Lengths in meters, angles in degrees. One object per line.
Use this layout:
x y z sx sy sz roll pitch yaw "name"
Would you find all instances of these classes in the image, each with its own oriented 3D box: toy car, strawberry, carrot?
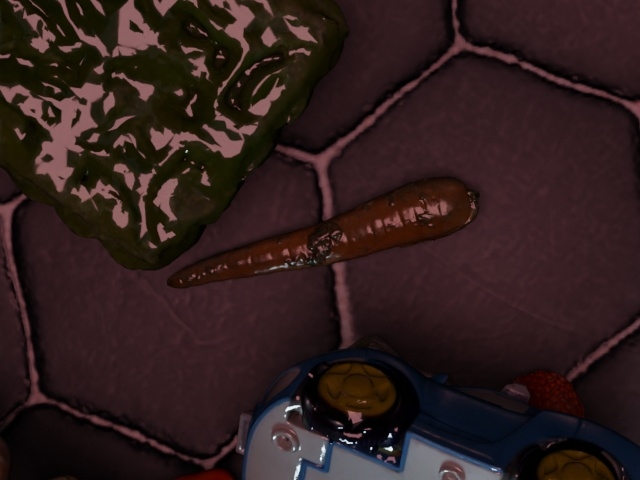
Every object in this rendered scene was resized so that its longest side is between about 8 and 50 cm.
0.096 0.174 1.280 0.314 0.166 0.198 20 128 16 "toy car"
0.168 0.135 1.367 0.073 0.083 0.073 0 88 0 "strawberry"
0.000 0.000 1.389 0.254 0.049 0.049 -16 94 10 "carrot"

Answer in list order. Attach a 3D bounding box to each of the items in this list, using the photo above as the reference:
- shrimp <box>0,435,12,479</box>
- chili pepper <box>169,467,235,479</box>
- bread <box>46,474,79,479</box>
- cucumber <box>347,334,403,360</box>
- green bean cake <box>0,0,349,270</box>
-0.431 0.202 1.356 0.446 0.221 0.110 -3 126 25 "shrimp"
-0.135 0.229 1.408 0.272 0.063 0.071 -20 118 9 "chili pepper"
-0.194 0.310 1.342 0.156 0.158 0.260 -23 114 27 "bread"
0.055 0.127 1.384 0.064 0.064 0.112 -42 95 7 "cucumber"
-0.134 -0.136 1.327 0.247 0.156 0.250 39 97 -2 "green bean cake"
